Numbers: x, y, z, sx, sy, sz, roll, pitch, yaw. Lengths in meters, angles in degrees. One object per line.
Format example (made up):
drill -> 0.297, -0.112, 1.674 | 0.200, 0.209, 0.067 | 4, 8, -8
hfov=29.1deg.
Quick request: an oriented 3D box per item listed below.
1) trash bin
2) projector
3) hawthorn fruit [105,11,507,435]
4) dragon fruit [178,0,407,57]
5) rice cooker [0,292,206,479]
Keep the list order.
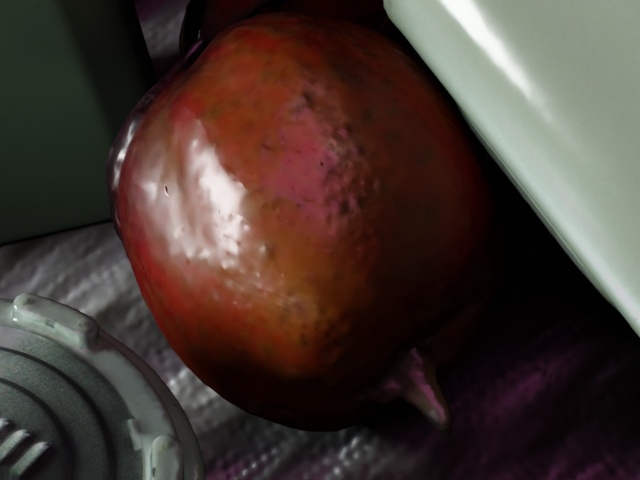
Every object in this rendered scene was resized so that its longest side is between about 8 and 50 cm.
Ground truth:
trash bin -> -0.219, -0.145, 0.696 | 0.223, 0.343, 0.158 | -13, 61, 0
projector -> 0.216, -0.093, 0.620 | 0.249, 0.248, 0.249 | -41, 73, 17
hawthorn fruit -> 0.000, 0.000, 0.665 | 0.215, 0.215, 0.249 | -24, 61, -8
dragon fruit -> 0.005, -0.195, 0.806 | 0.182, 0.188, 0.182 | 10, 30, -6
rice cooker -> -0.172, 0.169, 0.576 | 0.281, 0.227, 0.241 | 24, 44, 12
